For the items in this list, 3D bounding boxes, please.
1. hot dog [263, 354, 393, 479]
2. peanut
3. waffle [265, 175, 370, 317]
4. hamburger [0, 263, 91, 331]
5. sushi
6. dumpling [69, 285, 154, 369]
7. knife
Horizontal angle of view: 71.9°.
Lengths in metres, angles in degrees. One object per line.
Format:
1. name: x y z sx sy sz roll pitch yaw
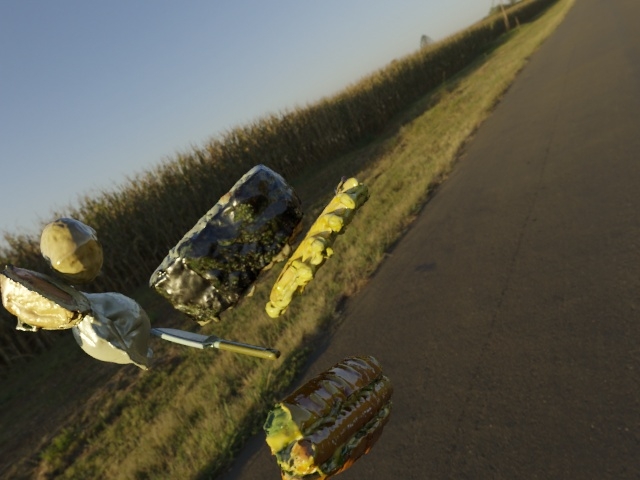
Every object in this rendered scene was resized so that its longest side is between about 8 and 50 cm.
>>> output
1. hot dog: 0.025 0.223 0.561 0.072 0.115 0.269 -21 -4 28
2. peanut: -0.515 0.022 0.916 0.109 0.141 0.159 -40 22 -12
3. waffle: -0.003 -0.002 0.823 0.312 0.060 0.307 -50 8 51
4. hamburger: -0.546 0.125 0.865 0.102 0.175 0.087 -60 7 17
5. sushi: -0.180 0.011 0.906 0.350 0.171 0.211 -46 15 -6
6. dumpling: -0.459 0.200 0.981 0.147 0.258 0.193 -44 29 -19
7. knife: -0.235 0.211 0.925 0.342 0.027 0.061 3 0 31
